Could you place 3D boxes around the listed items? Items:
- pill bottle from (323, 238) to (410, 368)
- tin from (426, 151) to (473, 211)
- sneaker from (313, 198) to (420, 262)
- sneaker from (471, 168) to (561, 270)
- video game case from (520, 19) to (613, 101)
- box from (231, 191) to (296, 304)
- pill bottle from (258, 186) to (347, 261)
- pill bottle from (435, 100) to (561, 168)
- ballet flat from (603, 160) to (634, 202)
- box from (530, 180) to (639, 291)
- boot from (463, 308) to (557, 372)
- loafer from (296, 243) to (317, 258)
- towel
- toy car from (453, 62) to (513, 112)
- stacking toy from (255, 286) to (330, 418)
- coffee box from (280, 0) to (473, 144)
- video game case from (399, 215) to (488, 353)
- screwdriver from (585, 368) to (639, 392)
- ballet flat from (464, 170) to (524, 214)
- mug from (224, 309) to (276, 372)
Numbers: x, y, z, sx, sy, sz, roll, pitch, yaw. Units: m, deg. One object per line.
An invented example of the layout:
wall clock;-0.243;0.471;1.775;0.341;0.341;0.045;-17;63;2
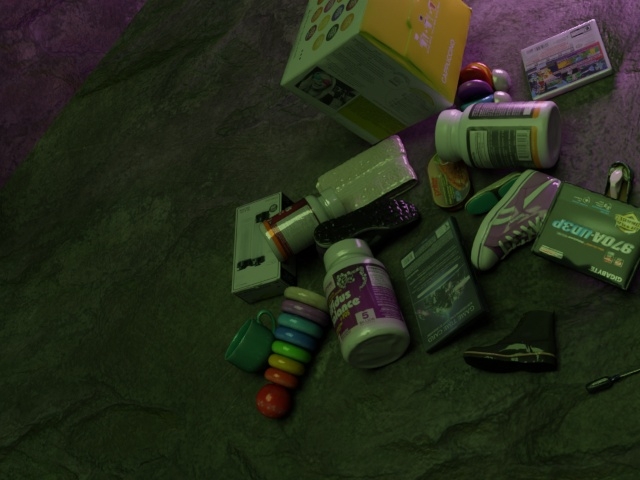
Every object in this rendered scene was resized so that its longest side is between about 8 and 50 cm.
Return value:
pill bottle;0.100;0.147;1.915;0.169;0.169;0.301;-31;50;17
tin;0.336;-0.158;2.024;0.106;0.040;0.190;-19;53;20
sneaker;0.124;-0.017;2.054;0.283;0.124;0.107;-16;46;-4
sneaker;0.476;-0.030;1.805;0.161;0.102;0.282;32;85;39
video game case;0.630;-0.460;2.009;0.201;0.023;0.183;-19;54;24
box;-0.158;0.022;2.230;0.169;0.087;0.290;-19;54;25
pill bottle;-0.044;-0.045;2.084;0.221;0.121;0.121;-31;48;-3
pill bottle;0.435;-0.257;1.912;0.278;0.162;0.162;4;66;31
ballet flat;0.653;-0.094;1.740;0.070;0.070;0.188;1;65;36
box;0.593;-0.011;1.687;0.220;0.051;0.175;25;92;28
boot;0.421;0.217;1.720;0.198;0.077;0.137;0;58;21
loafer;0.000;0.000;2.151;0.170;0.062;0.061;-11;53;29
towel;0.122;-0.165;2.172;0.282;0.049;0.187;-30;51;17
toy car;0.410;-0.384;2.040;0.159;0.136;0.182;-14;56;28
stacking toy;-0.081;0.290;1.988;0.141;0.141;0.330;11;74;39
coffee box;0.156;-0.519;2.089;0.334;0.338;0.338;-21;47;50
video game case;0.287;0.104;1.860;0.196;0.026;0.274;-45;44;36
screwdriver;0.619;0.269;1.579;0.170;0.024;0.025;-27;22;12
ballet flat;0.434;-0.118;1.929;0.168;0.057;0.052;-28;23;14
mug;-0.170;0.275;2.054;0.158;0.097;0.129;-49;12;29
